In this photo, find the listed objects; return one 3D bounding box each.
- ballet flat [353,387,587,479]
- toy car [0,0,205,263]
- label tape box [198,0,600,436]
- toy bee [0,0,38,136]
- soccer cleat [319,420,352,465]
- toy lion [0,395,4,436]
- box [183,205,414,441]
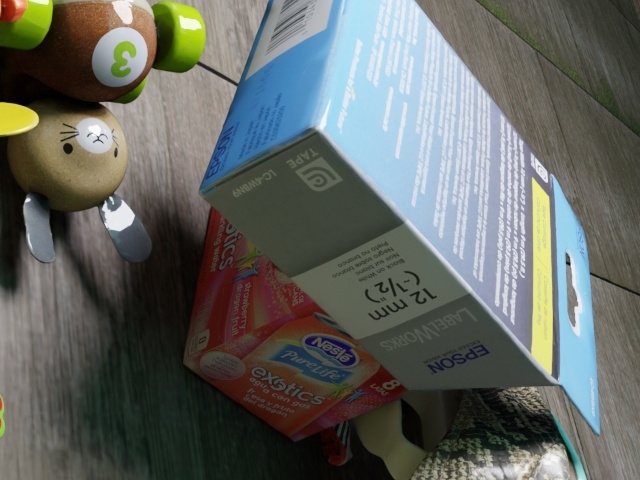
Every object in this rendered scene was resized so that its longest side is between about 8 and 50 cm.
[{"bbox_3d":[0.120,0.133,0.969,0.182,0.164,0.483,16,18,-1],"label":"ballet flat"},{"bbox_3d":[-0.172,-0.077,0.747,0.155,0.149,0.188,1,77,-43],"label":"toy car"},{"bbox_3d":[0.083,-0.024,0.812,0.347,0.115,0.249,47,35,-29],"label":"label tape box"},{"bbox_3d":[-0.230,-0.109,0.587,0.195,0.298,0.162,37,14,19],"label":"toy bee"},{"bbox_3d":[0.010,0.160,0.937,0.035,0.029,0.083,18,55,-62],"label":"soccer cleat"},{"bbox_3d":[-0.227,0.106,0.614,0.096,0.034,0.100,40,37,-46],"label":"toy lion"},{"bbox_3d":[0.000,0.000,0.922,0.142,0.154,0.300,41,36,-32],"label":"box"}]
